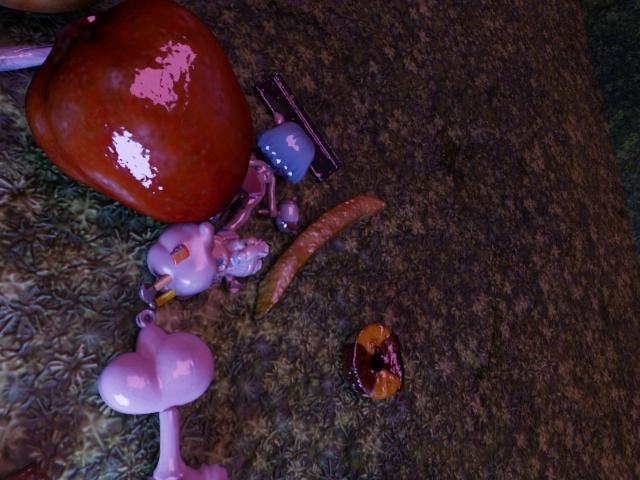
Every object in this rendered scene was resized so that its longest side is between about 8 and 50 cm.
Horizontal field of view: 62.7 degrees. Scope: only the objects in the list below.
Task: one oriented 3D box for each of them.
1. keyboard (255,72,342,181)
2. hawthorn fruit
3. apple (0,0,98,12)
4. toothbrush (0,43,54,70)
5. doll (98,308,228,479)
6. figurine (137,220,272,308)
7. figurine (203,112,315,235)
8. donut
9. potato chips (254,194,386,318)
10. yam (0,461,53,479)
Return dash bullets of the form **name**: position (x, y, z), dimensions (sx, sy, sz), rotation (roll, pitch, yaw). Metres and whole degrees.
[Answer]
- **keyboard**: position (-0.045, -0.228, 1.066), dimensions (0.072, 0.023, 0.231), rotation (-42, 102, -33)
- **hawthorn fruit**: position (-0.232, -0.169, 0.720), dimensions (0.311, 0.295, 0.295), rotation (51, 50, 0)
- **apple**: position (-0.405, -0.466, 0.700), dimensions (0.309, 0.277, 0.250), rotation (29, 41, -58)
- **toothbrush**: position (-0.398, -0.281, 0.791), dimensions (0.413, 0.042, 0.035), rotation (-22, 90, -39)
- **doll**: position (-0.210, 0.274, 0.713), dimensions (0.160, 0.094, 0.365), rotation (-4, 76, -32)
- **figurine**: position (-0.178, 0.028, 0.811), dimensions (0.229, 0.137, 0.112), rotation (-4, 46, -43)
- **figurine**: position (-0.091, -0.095, 0.930), dimensions (0.205, 0.103, 0.260), rotation (46, 62, -15)
- **donut**: position (0.099, 0.232, 0.998), dimensions (0.140, 0.059, 0.140), rotation (13, 68, -35)
- **potato chips**: position (0.000, 0.000, 0.998), dimensions (0.407, 0.057, 0.080), rotation (-41, 98, -40)
- **yam**: position (-0.426, 0.337, 0.536), dimensions (0.299, 0.066, 0.066), rotation (-25, 91, -42)
